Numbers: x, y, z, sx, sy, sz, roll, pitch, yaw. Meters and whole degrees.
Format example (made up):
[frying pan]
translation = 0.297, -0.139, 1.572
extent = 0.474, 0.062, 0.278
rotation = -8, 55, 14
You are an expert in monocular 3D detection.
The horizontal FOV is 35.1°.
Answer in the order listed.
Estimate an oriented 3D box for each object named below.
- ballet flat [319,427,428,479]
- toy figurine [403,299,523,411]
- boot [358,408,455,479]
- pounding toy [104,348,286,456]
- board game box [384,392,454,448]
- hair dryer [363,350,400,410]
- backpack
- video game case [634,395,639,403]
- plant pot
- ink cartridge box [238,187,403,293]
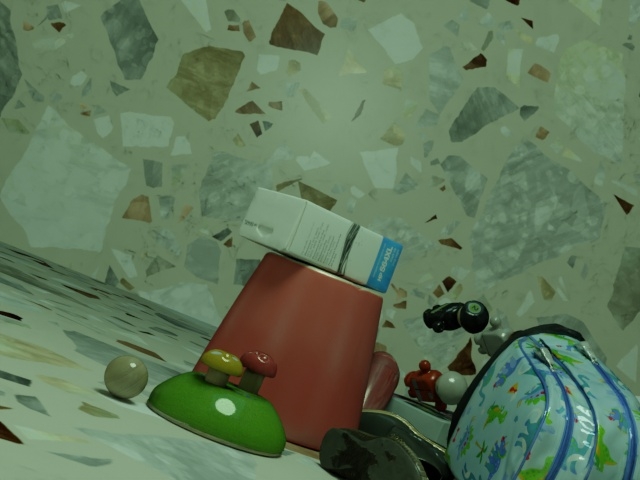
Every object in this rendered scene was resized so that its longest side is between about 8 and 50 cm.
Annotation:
[ballet flat]
translation = 0.072, 0.278, 1.230
extent = 0.058, 0.084, 0.250
rotation = 22, -9, -23
[toy figurine]
translation = 0.282, 0.225, 1.859
extent = 0.209, 0.213, 0.148
rotation = 27, -17, -26
[boot]
translation = 0.115, 0.319, 1.562
extent = 0.198, 0.077, 0.137
rotation = 20, 1, 16
[pounding toy]
translation = -0.138, 0.176, 1.277
extent = 0.236, 0.110, 0.183
rotation = 22, -4, 1
[board game box]
translation = 0.229, 0.369, 1.870
extent = 0.303, 0.097, 0.224
rotation = 25, -4, -40
[hair dryer]
translation = 0.039, 0.272, 1.811
extent = 0.080, 0.223, 0.293
rotation = 55, -2, -22
[backpack]
translation = 0.311, 0.285, 1.376
extent = 0.273, 0.290, 0.355
rotation = 26, 12, -29
[video game case]
translation = 0.512, 0.325, 1.528
extent = 0.227, 0.026, 0.206
rotation = -1, -62, 40
[plant pot]
translation = -0.036, 0.163, 1.546
extent = 0.275, 0.243, 0.275
rotation = 22, -4, 2
[ink cartridge box]
translation = 0.000, 0.000, 1.554
extent = 0.203, 0.086, 0.148
rotation = 25, -5, -36
